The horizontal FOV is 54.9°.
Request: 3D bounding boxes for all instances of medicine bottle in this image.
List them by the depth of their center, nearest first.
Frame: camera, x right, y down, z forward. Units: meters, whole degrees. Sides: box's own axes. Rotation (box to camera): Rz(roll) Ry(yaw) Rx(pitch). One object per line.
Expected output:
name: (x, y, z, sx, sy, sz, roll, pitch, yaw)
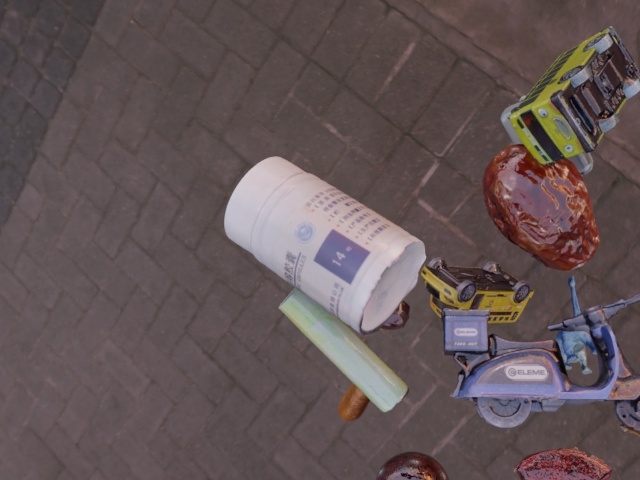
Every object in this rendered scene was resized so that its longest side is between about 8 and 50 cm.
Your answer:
medicine bottle: (0.000, 0.000, 1.097, 0.332, 0.190, 0.190, 33, 111, 25)

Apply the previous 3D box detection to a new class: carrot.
carrot: (0.093, 0.378, 1.499, 0.067, 0.067, 0.225, 36, 139, 14)

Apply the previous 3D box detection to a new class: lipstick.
lipstick: (0.047, 0.213, 1.212, 0.304, 0.076, 0.076, 45, 114, -2)

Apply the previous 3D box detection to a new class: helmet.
helmet: (0.174, 0.198, 1.613, 0.123, 0.098, 0.070, 2, 69, -4)

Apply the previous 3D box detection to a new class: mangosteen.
mangosteen: (0.252, 0.685, 1.671, 0.216, 0.216, 0.216, 5, 101, 23)

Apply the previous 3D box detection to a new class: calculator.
calculator: (0.495, -0.219, 1.348, 0.141, 0.045, 0.246, -8, 132, 47)

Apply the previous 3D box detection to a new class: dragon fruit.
dragon fruit: (0.493, 0.476, 1.254, 0.161, 0.120, 0.127, -35, 62, 0)

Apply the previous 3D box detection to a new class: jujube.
jujube: (0.451, -0.067, 1.253, 0.197, 0.197, 0.290, -32, 112, 26)

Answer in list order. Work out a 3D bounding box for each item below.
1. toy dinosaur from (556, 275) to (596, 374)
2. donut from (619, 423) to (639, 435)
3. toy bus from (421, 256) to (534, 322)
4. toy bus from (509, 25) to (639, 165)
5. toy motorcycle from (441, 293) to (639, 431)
toy dinosaur: (0.579, 0.237, 1.412, 0.076, 0.144, 0.329, -10, 134, 7)
donut: (0.860, 0.421, 1.525, 0.126, 0.144, 0.186, 32, 78, 14)
toy bus: (0.416, 0.146, 1.673, 0.145, 0.331, 0.151, 44, 122, 48)
toy bus: (0.463, -0.257, 1.121, 0.128, 0.262, 0.150, 51, 148, -12)
toy motorcycle: (0.382, 0.200, 1.010, 0.358, 0.125, 0.213, -1, 74, 10)
